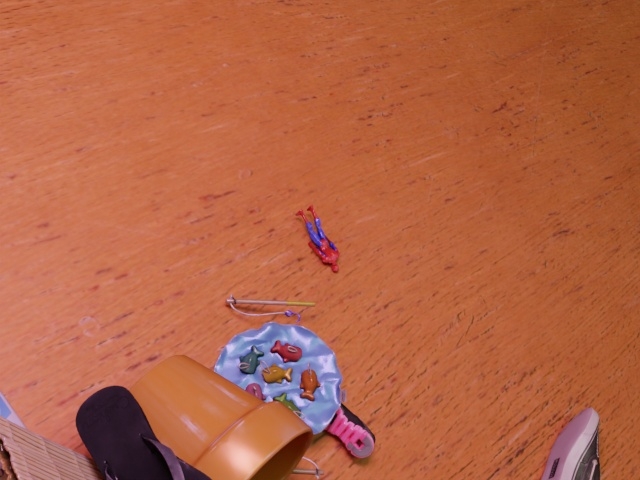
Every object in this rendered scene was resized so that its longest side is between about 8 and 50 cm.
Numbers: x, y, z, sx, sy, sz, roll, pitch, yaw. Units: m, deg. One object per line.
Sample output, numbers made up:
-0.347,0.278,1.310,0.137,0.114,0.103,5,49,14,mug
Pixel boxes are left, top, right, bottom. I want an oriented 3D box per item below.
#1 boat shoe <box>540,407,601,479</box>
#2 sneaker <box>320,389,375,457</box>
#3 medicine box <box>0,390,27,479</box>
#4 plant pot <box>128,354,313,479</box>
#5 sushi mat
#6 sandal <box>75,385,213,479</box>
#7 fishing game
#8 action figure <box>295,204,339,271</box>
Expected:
0.410,0.370,1.316,0.070,0.078,0.219,39,56,-2,boat shoe
0.035,0.262,1.187,0.119,0.047,0.057,46,17,13,sneaker
-0.380,0.333,0.814,0.263,0.149,0.289,-32,79,-40,medicine box
-0.145,0.246,0.994,0.188,0.205,0.205,39,47,18,plant pot
-0.232,0.276,0.849,0.019,0.316,0.151,-38,59,-6,sushi mat
-0.187,0.246,0.862,0.097,0.054,0.254,-40,54,-20,sandal
-0.055,0.196,1.146,0.189,0.041,0.264,7,59,-9,fishing game
0.000,0.000,1.341,0.038,0.030,0.115,-23,79,-33,action figure
